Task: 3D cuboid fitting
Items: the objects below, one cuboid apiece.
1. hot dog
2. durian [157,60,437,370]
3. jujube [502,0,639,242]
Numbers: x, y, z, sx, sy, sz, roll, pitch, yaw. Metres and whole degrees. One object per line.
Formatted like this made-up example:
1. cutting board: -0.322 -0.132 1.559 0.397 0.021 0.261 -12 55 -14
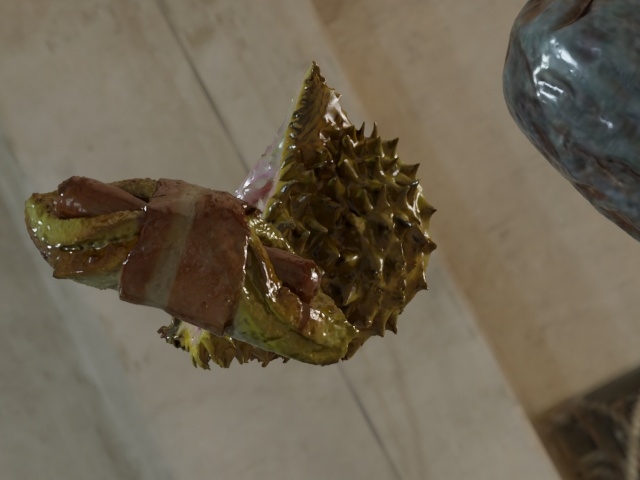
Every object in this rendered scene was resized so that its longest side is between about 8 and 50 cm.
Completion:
1. hot dog: -0.089 0.005 1.246 0.123 0.261 0.093 -81 12 -69
2. durian: 0.003 0.014 1.600 0.305 0.195 0.185 -60 11 3
3. jujube: 0.297 -0.114 1.477 0.246 0.308 0.215 -34 -16 -50
